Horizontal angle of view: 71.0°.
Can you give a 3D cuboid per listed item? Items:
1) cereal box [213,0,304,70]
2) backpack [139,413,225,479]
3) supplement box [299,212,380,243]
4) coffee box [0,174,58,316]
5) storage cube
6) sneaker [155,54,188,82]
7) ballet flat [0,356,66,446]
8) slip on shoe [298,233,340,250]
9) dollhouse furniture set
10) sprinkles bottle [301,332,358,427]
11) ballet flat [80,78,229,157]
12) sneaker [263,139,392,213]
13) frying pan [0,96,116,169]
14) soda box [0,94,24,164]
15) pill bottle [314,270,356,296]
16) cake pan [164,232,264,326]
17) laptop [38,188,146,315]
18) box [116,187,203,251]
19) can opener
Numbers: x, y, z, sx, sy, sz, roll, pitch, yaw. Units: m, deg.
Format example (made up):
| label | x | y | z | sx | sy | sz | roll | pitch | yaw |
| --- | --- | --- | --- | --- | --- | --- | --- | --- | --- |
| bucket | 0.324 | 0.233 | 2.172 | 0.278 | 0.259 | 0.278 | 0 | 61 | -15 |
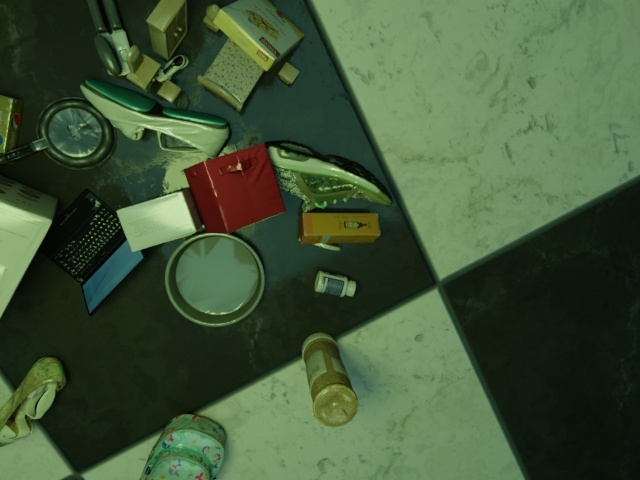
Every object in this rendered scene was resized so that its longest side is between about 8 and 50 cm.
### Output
| label | x | y | z | sx | sy | sz | roll | pitch | yaw |
| --- | --- | --- | --- | --- | --- | --- | --- | --- | --- |
| cereal box | -0.152 | -0.554 | 1.177 | 0.173 | 0.240 | 0.047 | 39 | 129 | -13 |
| backpack | -0.420 | 0.687 | 1.402 | 0.225 | 0.191 | 0.253 | 29 | 91 | -10 |
| supplement box | 0.057 | -0.036 | 1.349 | 0.233 | 0.080 | 0.078 | -1 | 67 | -10 |
| coffee box | -0.886 | 0.000 | 1.078 | 0.337 | 0.334 | 0.338 | 27 | 91 | -30 |
| storage cube | -0.237 | -0.138 | 1.229 | 0.184 | 0.215 | 0.193 | -24 | 105 | -29 |
| sneaker | -0.418 | -0.480 | 1.247 | 0.109 | 0.044 | 0.040 | -39 | 104 | 3 |
| ballet flat | -0.877 | 0.509 | 1.331 | 0.123 | 0.123 | 0.348 | 36 | 92 | -12 |
| slip on shoe | 0.000 | 0.000 | 1.389 | 0.135 | 0.051 | 0.041 | 15 | 87 | -4 |
| dollhouse furniture set | -0.264 | -0.451 | 1.166 | 0.355 | 0.174 | 0.303 | 32 | 80 | -12 |
| sprinkles bottle | 0.018 | 0.389 | 1.304 | 0.121 | 0.355 | 0.121 | -1 | 101 | -7 |
| ballet flat | -0.458 | -0.321 | 1.239 | 0.400 | 0.139 | 0.139 | 15 | 98 | -10 |
| sneaker | 0.010 | -0.157 | 1.330 | 0.410 | 0.158 | 0.182 | 19 | 115 | -7 |
| frying pan | -0.729 | -0.292 | 1.211 | 0.326 | 0.053 | 0.197 | -2 | 97 | -22 |
| soda box | -0.861 | -0.300 | 1.216 | 0.058 | 0.061 | 0.181 | 14 | 98 | -10 |
| pill bottle | 0.047 | 0.139 | 1.408 | 0.120 | 0.067 | 0.067 | 14 | 99 | -9 |
| cake pan | -0.317 | 0.115 | 1.366 | 0.293 | 0.054 | 0.293 | -1 | 101 | -7 |
| laptop | -0.654 | 0.031 | 1.267 | 0.234 | 0.136 | 0.264 | -45 | 102 | 2 |
| box | -0.436 | -0.064 | 1.252 | 0.182 | 0.181 | 0.119 | -18 | 102 | -4 |
| can opener | -0.567 | -0.580 | 1.182 | 0.076 | 0.095 | 0.283 | -14 | 102 | -5 |
